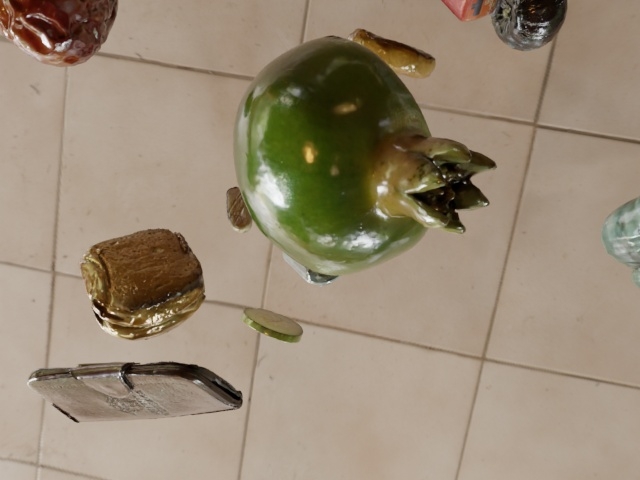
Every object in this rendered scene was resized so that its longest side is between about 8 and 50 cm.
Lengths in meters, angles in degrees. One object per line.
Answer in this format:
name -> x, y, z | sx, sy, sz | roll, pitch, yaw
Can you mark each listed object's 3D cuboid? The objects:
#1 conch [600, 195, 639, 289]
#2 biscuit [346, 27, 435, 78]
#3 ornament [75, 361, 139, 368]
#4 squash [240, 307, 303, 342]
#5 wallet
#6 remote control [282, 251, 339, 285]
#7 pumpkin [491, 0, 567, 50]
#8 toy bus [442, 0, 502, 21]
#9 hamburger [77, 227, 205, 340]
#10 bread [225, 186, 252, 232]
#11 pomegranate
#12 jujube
conch -> 0.641, 0.002, 1.003 | 0.220, 0.195, 0.277 | 11, 117, 48
biscuit -> 0.216, -0.532, 1.563 | 0.274, 0.213, 0.091 | 7, 117, -35
ornament -> -0.424, 0.337, 1.314 | 0.230, 0.245, 0.061 | 1, 80, 27
squash -> -0.163, 0.284, 1.792 | 0.219, 0.219, 0.041 | 21, 96, 2
wallet -> -0.239, 0.190, 0.674 | 0.255, 0.031, 0.137 | -10, 140, 18
remote control -> -0.028, 0.051, 1.483 | 0.104, 0.247, 0.052 | -20, 120, -21
pumpkin -> 0.597, -0.669, 1.549 | 0.163, 0.233, 0.233 | -14, 98, -11
toy bus -> 0.305, -0.624, 1.233 | 0.119, 0.121, 0.265 | -27, 68, -10
hamburger -> -0.448, 0.104, 1.383 | 0.284, 0.304, 0.174 | -20, 140, -19
bread -> -0.239, -0.084, 1.573 | 0.073, 0.214, 0.053 | -18, 131, -3
pomegranate -> 0.025, -0.074, 0.676 | 0.216, 0.358, 0.310 | -38, 125, -18
jujube -> -0.429, -0.392, 0.886 | 0.174, 0.250, 0.174 | -5, 138, -5
